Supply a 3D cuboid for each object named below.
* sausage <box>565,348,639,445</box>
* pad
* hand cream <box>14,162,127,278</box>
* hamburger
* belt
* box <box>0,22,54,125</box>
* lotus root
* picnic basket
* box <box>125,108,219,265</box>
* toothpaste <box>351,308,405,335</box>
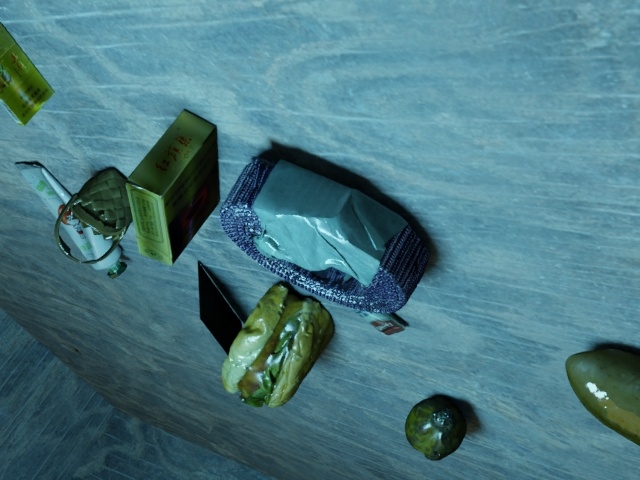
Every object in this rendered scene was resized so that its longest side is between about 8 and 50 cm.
[{"bbox_3d":[0.566,0.283,1.096,0.500,0.123,0.136,27,-177,11],"label":"sausage"},{"bbox_3d":[-0.213,0.174,1.766,0.004,0.164,0.243,-19,136,9],"label":"pad"},{"bbox_3d":[-0.564,-0.049,1.862,0.121,0.076,0.336,-2,131,47],"label":"hand cream"},{"bbox_3d":[-0.099,0.243,1.671,0.162,0.209,0.330,32,156,2],"label":"hamburger"},{"bbox_3d":[0.000,0.000,1.236,0.324,0.122,0.260,24,157,16],"label":"belt"},{"bbox_3d":[-0.523,-0.278,1.374,0.022,0.089,0.156,12,146,33],"label":"box"},{"bbox_3d":[0.232,0.374,1.637,0.120,0.120,0.209,29,153,8],"label":"lotus root"},{"bbox_3d":[-0.437,-0.039,1.585,0.128,0.179,0.137,44,152,-23],"label":"picnic basket"},{"bbox_3d":[-0.232,-0.077,1.316,0.071,0.159,0.240,27,152,8],"label":"box"},{"bbox_3d":[0.050,0.093,1.437,0.239,0.039,0.062,39,147,-17],"label":"toothpaste"}]
